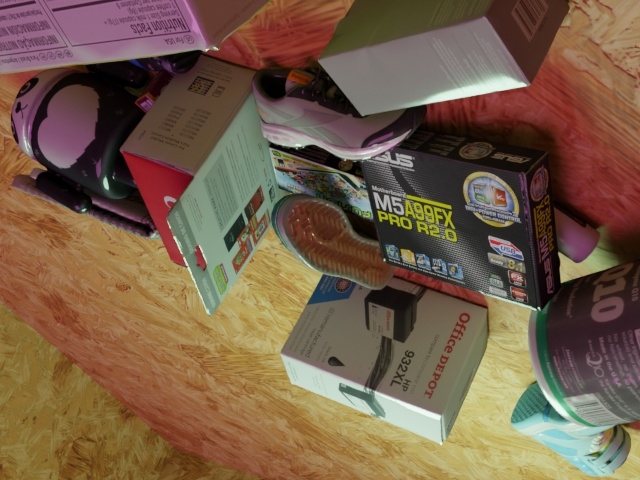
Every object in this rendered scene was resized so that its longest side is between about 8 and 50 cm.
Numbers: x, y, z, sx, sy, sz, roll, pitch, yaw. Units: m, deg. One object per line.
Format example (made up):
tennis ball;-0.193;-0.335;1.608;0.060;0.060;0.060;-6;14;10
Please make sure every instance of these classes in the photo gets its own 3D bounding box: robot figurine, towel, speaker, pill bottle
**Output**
robot figurine;-0.366;-0.172;1.413;0.278;0.209;0.173;26;147;17
towel;-0.348;-0.075;1.602;0.324;0.056;0.312;18;-170;21
speaker;0.310;-0.026;1.186;0.136;0.055;0.055;34;153;-7
pill bottle;0.458;0.110;1.087;0.204;0.204;0.361;41;142;-21

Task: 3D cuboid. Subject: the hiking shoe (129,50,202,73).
hiking shoe;-0.299;-0.334;1.187;0.132;0.113;0.304;0;141;44

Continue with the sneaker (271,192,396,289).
sneaker;0.000;0.000;1.422;0.121;0.108;0.302;20;172;40

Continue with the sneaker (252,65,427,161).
sneaker;0.014;-0.178;1.171;0.271;0.100;0.108;10;142;34

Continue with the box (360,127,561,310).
box;0.184;-0.037;1.182;0.270;0.060;0.216;18;136;40

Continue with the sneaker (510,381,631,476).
sneaker;0.495;0.329;1.547;0.208;0.127;0.319;34;163;-4

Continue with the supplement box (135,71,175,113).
supplement box;-0.235;-0.227;1.342;0.055;0.083;0.043;42;150;-23

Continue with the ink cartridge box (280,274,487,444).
ink cartridge box;0.119;0.190;1.562;0.307;0.223;0.129;18;151;21

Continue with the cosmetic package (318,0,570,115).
cosmetic package;0.126;-0.223;0.947;0.238;0.127;0.107;-3;140;49

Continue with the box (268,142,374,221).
box;0.024;-0.095;1.369;0.207;0.036;0.114;20;152;19

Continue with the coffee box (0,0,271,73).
coffee box;-0.172;-0.362;0.705;0.338;0.337;0.334;4;132;39

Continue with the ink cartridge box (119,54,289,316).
ink cartridge box;-0.181;-0.076;1.343;0.130;0.272;0.309;20;151;18
